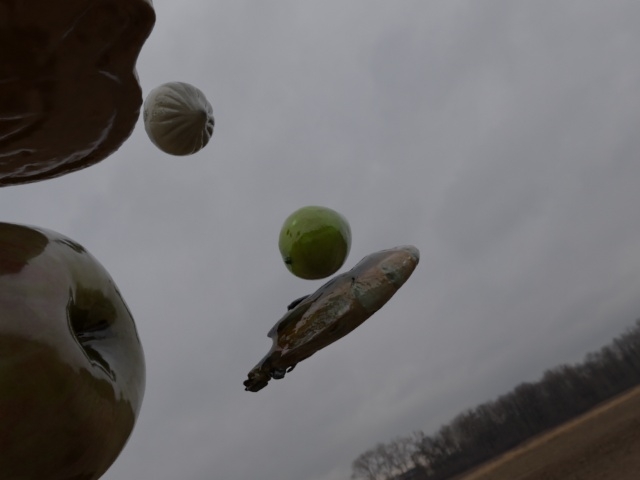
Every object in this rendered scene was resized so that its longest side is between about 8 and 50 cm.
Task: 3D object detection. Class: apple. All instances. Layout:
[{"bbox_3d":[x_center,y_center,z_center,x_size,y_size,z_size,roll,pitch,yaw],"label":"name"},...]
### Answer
[{"bbox_3d":[-0.292,0.113,0.483,0.234,0.256,0.257,-18,-25,-1],"label":"apple"}]

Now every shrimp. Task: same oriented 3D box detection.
[{"bbox_3d":[0.008,0.078,0.664,0.254,0.059,0.145,-37,8,0],"label":"shrimp"}]

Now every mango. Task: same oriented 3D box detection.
[{"bbox_3d":[-0.001,0.008,1.396,0.149,0.185,0.273,0,-3,26],"label":"mango"}]

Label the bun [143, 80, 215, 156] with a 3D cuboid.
[{"bbox_3d":[-0.238,-0.219,0.989,0.094,0.138,0.138,1,-7,35],"label":"bun"}]

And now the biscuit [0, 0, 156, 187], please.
[{"bbox_3d":[-0.329,-0.130,0.438,0.385,0.062,0.365,-5,-21,-36],"label":"biscuit"}]
